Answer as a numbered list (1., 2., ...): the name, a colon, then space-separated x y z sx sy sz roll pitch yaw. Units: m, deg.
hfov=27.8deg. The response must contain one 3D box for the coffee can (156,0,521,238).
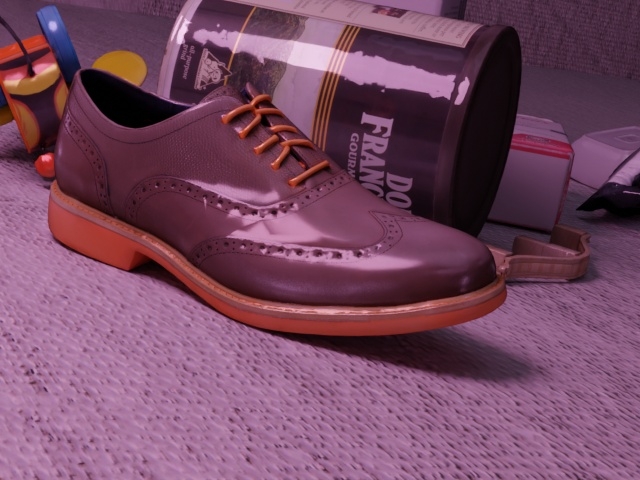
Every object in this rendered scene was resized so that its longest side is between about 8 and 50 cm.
1. coffee can: 0.020 -0.117 1.162 0.275 0.201 0.201 14 14 19

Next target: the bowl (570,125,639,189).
1. bowl: 0.395 -0.107 1.654 0.142 0.053 0.142 -10 21 -23

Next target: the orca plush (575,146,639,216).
1. orca plush: 0.406 -0.070 1.479 0.102 0.151 0.287 49 29 4

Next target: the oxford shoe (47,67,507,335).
1. oxford shoe: -0.043 -0.031 0.877 0.363 0.133 0.130 15 23 26

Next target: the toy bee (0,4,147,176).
1. toy bee: -0.262 -0.122 1.147 0.195 0.162 0.298 -24 -7 11

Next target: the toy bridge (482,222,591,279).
1. toy bridge: 0.197 0.014 1.125 0.063 0.026 0.188 19 16 29

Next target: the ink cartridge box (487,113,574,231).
1. ink cartridge box: 0.181 -0.085 1.385 0.158 0.092 0.218 11 15 5

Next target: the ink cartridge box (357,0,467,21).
1. ink cartridge box: 0.064 -0.253 1.608 0.197 0.270 0.198 12 13 13
